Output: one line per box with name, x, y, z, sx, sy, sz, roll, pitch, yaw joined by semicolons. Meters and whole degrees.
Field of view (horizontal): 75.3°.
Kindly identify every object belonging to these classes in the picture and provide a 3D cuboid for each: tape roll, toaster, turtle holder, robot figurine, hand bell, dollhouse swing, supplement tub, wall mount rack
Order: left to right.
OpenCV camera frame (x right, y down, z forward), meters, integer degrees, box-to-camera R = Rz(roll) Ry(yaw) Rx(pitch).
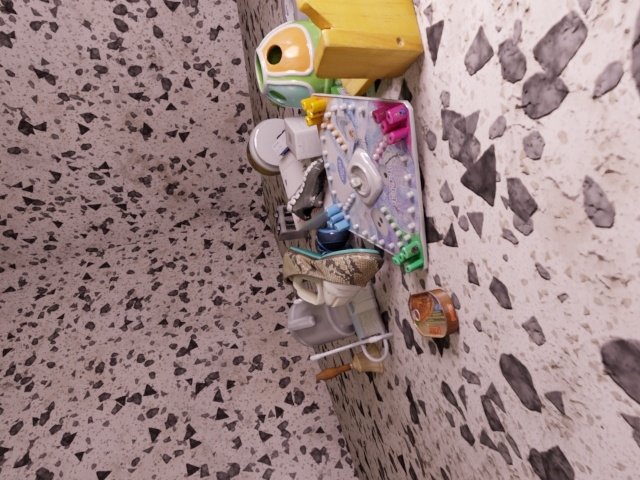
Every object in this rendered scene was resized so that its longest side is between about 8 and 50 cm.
supplement tub;-0.222;-0.436;1.958;0.331;0.241;0.241;-166;63;-77
toaster;-0.146;-0.093;2.193;0.110;0.185;0.168;109;153;-64
turtle holder;-0.079;-0.519;1.245;0.320;0.227;0.243;-129;27;-63
tape roll;-0.065;-0.732;1.312;0.219;0.072;0.219;166;90;-79
dollhouse swing;0.002;-0.476;0.835;0.305;0.315;0.347;-13;92;58
robot figurine;0.012;0.295;1.604;0.353;0.300;0.200;-27;73;38
wall mount rack;0.076;0.256;1.394;0.304;0.130;0.350;-29;72;40
hand bell;0.097;0.468;1.527;0.126;0.242;0.126;166;90;-79

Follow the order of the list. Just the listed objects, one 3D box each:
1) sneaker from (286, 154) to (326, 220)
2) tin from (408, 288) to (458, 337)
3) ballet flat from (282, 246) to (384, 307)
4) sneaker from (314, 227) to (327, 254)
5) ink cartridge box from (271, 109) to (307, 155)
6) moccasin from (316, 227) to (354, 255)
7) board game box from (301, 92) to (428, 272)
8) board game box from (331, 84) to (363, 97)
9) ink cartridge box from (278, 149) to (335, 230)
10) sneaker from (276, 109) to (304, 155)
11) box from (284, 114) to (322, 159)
sneaker;-0.017;-0.158;1.330;0.106;0.078;0.234;45;119;21
tin;0.257;0.169;0.957;0.190;0.040;0.106;130;129;-75
ballet flat;0.020;0.115;1.290;0.482;0.164;0.182;0;79;58
sneaker;0.000;0.000;1.857;0.086;0.064;0.192;-127;22;-49
ink cartridge box;-0.075;-0.381;1.431;0.207;0.097;0.046;-37;93;39
moccasin;0.054;0.013;1.518;0.342;0.137;0.117;55;-147;-87
board game box;0.096;-0.149;1.016;0.390;0.050;0.390;34;143;54
board game box;0.097;-0.231;1.157;0.317;0.064;0.242;89;162;-47
ink cartridge box;-0.026;-0.199;1.482;0.207;0.117;0.283;-30;72;52
sneaker;-0.088;-0.405;1.593;0.350;0.148;0.131;129;126;-72
box;-0.014;-0.331;1.293;0.130;0.170;0.091;-119;21;-50
